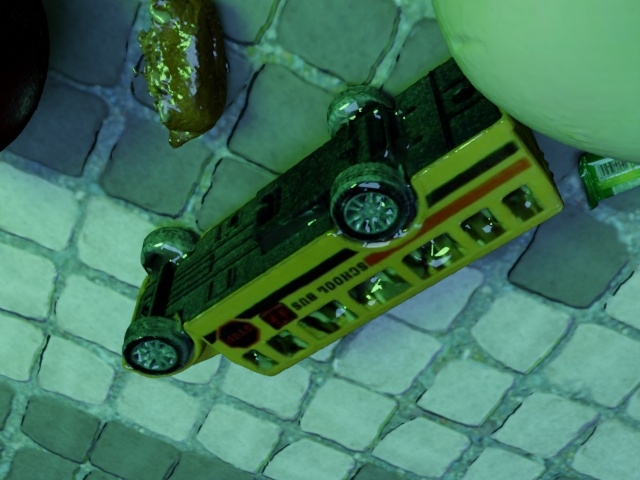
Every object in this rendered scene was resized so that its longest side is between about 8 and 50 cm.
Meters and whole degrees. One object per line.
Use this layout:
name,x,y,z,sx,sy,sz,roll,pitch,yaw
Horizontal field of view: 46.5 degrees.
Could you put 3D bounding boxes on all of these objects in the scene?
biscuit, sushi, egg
biscuit,0.231,-0.058,0.539,0.089,0.016,0.046,-21,119,19
sushi,-0.099,-0.121,0.520,0.060,0.061,0.118,5,103,14
egg,0.139,-0.160,0.385,0.161,0.206,0.271,-3,90,46

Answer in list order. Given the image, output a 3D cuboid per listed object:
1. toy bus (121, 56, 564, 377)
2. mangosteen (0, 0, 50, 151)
toy bus,0.000,0.000,0.545,0.335,0.121,0.123,-33,124,24
mangosteen,-0.274,-0.117,0.479,0.194,0.194,0.230,24,148,-8
